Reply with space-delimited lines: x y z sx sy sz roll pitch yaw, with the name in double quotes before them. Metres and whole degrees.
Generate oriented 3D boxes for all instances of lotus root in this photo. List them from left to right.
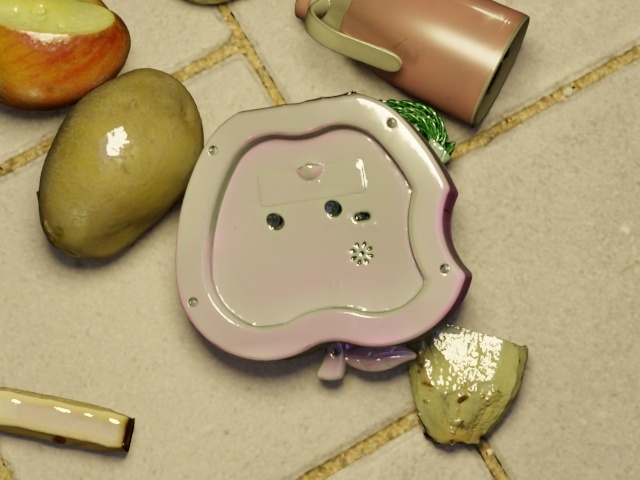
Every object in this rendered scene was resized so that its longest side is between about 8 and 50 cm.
"lotus root" 0.168 0.167 1.540 0.143 0.070 0.144 7 80 -2

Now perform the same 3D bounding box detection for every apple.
"apple" -0.318 -0.233 1.533 0.173 0.160 0.195 -32 60 -21

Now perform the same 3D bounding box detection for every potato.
"potato" -0.228 -0.085 1.504 0.235 0.178 0.160 -56 44 5

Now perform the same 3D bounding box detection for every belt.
"belt" 0.084 -0.108 1.585 0.151 0.079 0.121 -19 89 7

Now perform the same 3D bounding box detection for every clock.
"clock" 0.000 0.000 1.501 0.339 0.102 0.338 0 88 10

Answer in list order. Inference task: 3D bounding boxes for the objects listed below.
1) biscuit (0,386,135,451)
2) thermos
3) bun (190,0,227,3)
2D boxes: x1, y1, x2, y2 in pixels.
"biscuit" -0.306 0.203 1.511 0.188 0.056 0.052 11 80 -1
"thermos" 0.094 -0.248 1.570 0.265 0.146 0.176 26 36 8
"bun" -0.121 -0.379 1.599 0.188 0.111 0.164 -39 82 -6
